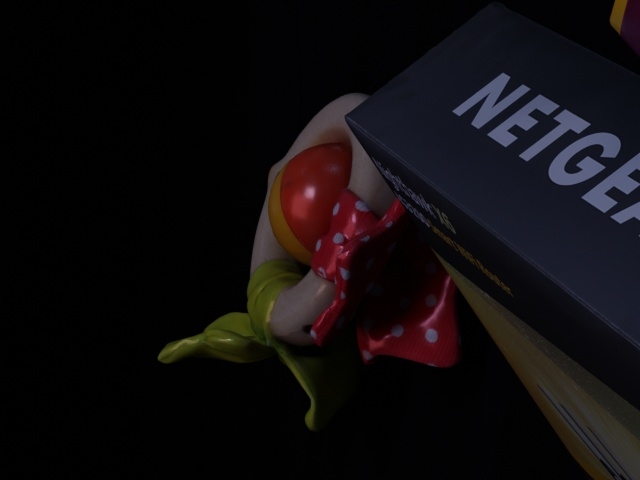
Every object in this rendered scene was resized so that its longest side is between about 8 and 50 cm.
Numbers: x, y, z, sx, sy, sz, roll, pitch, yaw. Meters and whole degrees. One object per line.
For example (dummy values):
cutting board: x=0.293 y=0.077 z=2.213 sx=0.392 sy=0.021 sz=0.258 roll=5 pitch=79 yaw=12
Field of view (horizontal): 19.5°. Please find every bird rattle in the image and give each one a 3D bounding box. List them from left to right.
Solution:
bird rattle: x=0.000 y=0.000 z=1.157 sx=0.253 sy=0.143 sz=0.207 roll=128 pitch=151 yaw=-56

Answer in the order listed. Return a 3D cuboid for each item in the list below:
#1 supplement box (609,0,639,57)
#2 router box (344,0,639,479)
supplement box: x=0.195 y=-0.065 z=0.654 sx=0.188 sy=0.104 sz=0.081 roll=-119 pitch=32 yaw=-49
router box: x=0.148 y=0.065 z=0.642 sx=0.243 sy=0.081 sz=0.309 roll=55 pitch=175 yaw=-26
